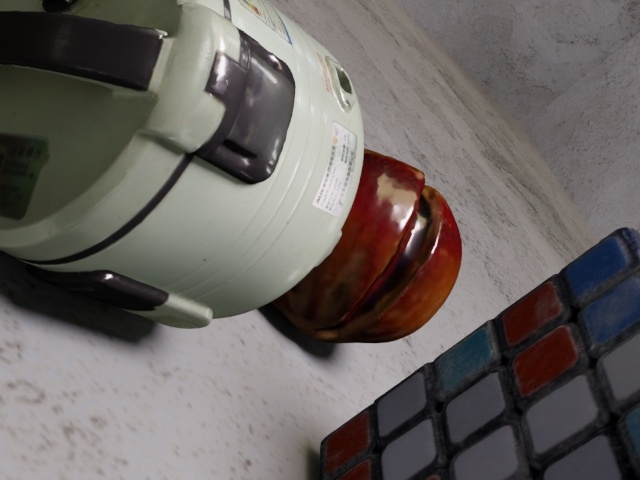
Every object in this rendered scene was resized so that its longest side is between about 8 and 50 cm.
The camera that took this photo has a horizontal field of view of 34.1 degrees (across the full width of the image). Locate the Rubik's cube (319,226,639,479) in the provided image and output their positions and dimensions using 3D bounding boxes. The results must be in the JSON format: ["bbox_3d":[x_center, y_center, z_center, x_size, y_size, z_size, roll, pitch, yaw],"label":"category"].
[{"bbox_3d":[0.191,0.222,0.656,0.287,0.292,0.293,45,21,-20],"label":"Rubik's cube"}]

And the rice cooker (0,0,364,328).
[{"bbox_3d":[-0.106,-0.069,0.640,0.244,0.226,0.226,33,25,-50],"label":"rice cooker"}]

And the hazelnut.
[{"bbox_3d":[0.015,0.000,0.898,0.204,0.178,0.178,36,23,-26],"label":"hazelnut"}]
